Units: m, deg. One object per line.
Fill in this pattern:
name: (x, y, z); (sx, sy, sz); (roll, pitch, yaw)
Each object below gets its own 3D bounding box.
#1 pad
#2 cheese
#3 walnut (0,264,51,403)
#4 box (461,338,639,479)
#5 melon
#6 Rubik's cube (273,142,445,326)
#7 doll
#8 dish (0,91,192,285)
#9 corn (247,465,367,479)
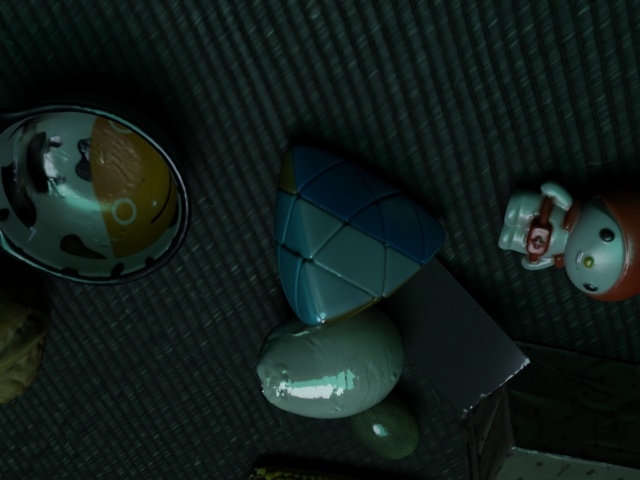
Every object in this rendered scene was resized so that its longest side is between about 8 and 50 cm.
pad: (0.176, 0.131, 1.329); (0.211, 0.003, 0.143); (49, 120, 7)
cheese: (0.022, 0.167, 1.312); (0.189, 0.198, 0.155); (-21, 91, 16)
walnut: (-0.476, 0.135, 1.322); (0.213, 0.213, 0.213); (2, 126, 3)
box: (0.378, 0.302, 1.364); (0.296, 0.225, 0.191); (12, 126, -5)
melon: (0.100, 0.284, 1.451); (0.098, 0.098, 0.131); (-28, 123, 22)
Rubik's cube: (0.000, 0.000, 1.186); (0.254, 0.254, 0.255); (2, 126, 3)
doll: (0.380, 0.004, 1.207); (0.290, 0.130, 0.161); (14, 121, 12)
dish: (-0.297, -0.082, 1.206); (0.302, 0.120, 0.303); (2, 126, 3)
corn: (0.043, 0.452, 1.561); (0.346, 0.130, 0.130); (15, 125, -1)
